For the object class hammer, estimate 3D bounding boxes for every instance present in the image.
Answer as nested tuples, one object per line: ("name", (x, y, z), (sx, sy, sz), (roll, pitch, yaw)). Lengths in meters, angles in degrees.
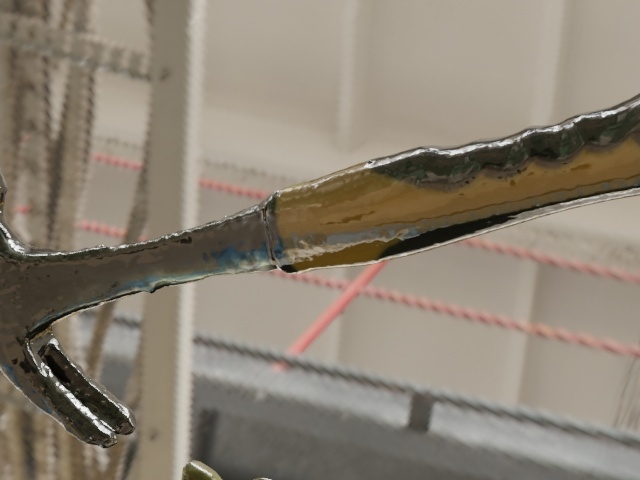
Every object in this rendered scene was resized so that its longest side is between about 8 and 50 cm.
("hammer", (0.000, 0.000, 0.449), (0.201, 0.021, 0.078), (-12, -78, 28))

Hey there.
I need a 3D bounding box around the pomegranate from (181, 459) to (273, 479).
("pomegranate", (-0.011, 0.212, 0.552), (0.236, 0.236, 0.302), (-1, -84, 19))
